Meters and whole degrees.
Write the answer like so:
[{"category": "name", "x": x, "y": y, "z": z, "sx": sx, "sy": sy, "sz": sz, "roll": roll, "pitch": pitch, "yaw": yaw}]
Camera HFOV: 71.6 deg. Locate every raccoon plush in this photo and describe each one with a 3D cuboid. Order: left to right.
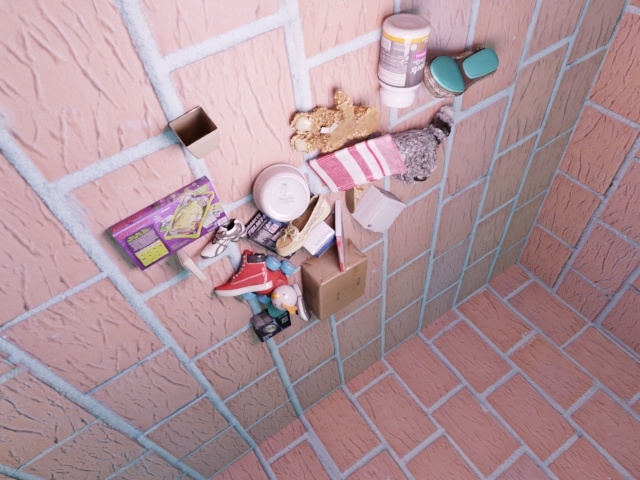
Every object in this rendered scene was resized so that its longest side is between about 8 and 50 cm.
[{"category": "raccoon plush", "x": 0.360, "y": -0.451, "z": 1.859, "sx": 0.299, "sy": 0.216, "sz": 0.447, "roll": 38, "pitch": 72, "yaw": -43}]

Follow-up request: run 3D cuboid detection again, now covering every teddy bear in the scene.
[{"category": "teddy bear", "x": 0.042, "y": -0.420, "z": 1.600, "sx": 0.337, "sy": 0.113, "sz": 0.245, "roll": -29, "pitch": 139, "yaw": -6}]

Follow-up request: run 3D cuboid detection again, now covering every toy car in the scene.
[{"category": "toy car", "x": -0.189, "y": 0.226, "z": 1.939, "sx": 0.219, "sy": 0.238, "sz": 0.210, "roll": -50, "pitch": 145, "yaw": 12}]

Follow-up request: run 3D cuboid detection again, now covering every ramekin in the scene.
[{"category": "ramekin", "x": -0.136, "y": -0.166, "z": 1.603, "sx": 0.207, "sy": 0.109, "sz": 0.207, "roll": -6, "pitch": 113, "yaw": -13}]

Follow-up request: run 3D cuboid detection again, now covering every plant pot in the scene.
[{"category": "plant pot", "x": -0.360, "y": -0.308, "z": 1.313, "sx": 0.109, "sy": 0.109, "sz": 0.096, "roll": -35, "pitch": 158, "yaw": -11}]

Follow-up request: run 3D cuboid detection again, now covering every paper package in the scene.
[{"category": "paper package", "x": 0.073, "y": 0.198, "z": 2.231, "sx": 0.309, "sy": 0.168, "sz": 0.325, "roll": -29, "pitch": 143, "yaw": -21}]

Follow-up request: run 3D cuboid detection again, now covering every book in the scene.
[{"category": "book", "x": -0.475, "y": 0.082, "z": 1.625, "sx": 0.035, "sy": 0.096, "sz": 0.144, "roll": -37, "pitch": 145, "yaw": -9}]

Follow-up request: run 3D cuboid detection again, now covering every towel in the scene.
[{"category": "towel", "x": 0.146, "y": -0.287, "z": 1.713, "sx": 0.328, "sy": 0.037, "sz": 0.237, "roll": -15, "pitch": 151, "yaw": 21}]

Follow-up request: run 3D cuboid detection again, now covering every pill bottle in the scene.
[{"category": "pill bottle", "x": 0.284, "y": -0.620, "z": 1.548, "sx": 0.162, "sy": 0.162, "sz": 0.279, "roll": -27, "pitch": 143, "yaw": -21}]

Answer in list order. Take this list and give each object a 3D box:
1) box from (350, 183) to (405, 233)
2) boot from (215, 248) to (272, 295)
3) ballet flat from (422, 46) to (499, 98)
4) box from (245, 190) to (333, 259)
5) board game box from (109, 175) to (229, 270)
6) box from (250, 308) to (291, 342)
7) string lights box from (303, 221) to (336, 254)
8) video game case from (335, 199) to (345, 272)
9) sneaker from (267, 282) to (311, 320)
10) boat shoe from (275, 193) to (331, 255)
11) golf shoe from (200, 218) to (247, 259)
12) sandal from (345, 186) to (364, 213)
[{"category": "box", "x": 0.273, "y": -0.145, "z": 2.096, "sx": 0.181, "sy": 0.119, "sz": 0.182, "roll": 11, "pitch": 120, "yaw": -50}, {"category": "boot", "x": -0.335, "y": 0.132, "z": 1.843, "sx": 0.244, "sy": 0.088, "sz": 0.176, "roll": -13, "pitch": 100, "yaw": 6}, {"category": "ballet flat", "x": 0.514, "y": -0.640, "z": 1.743, "sx": 0.482, "sy": 0.164, "sz": 0.182, "roll": -29, "pitch": -173, "yaw": -35}, {"category": "box", "x": -0.126, "y": -0.082, "z": 1.812, "sx": 0.293, "sy": 0.073, "sz": 0.295, "roll": -49, "pitch": 146, "yaw": 6}, {"category": "board game box", "x": -0.497, "y": -0.055, "z": 1.499, "sx": 0.346, "sy": 0.056, "sz": 0.208, "roll": -32, "pitch": 149, "yaw": -15}, {"category": "box", "x": -0.245, "y": 0.407, "z": 2.223, "sx": 0.180, "sy": 0.077, "sz": 0.147, "roll": -28, "pitch": 143, "yaw": -19}, {"category": "string lights box", "x": 0.000, "y": 0.000, "z": 1.923, "sx": 0.133, "sy": 0.077, "sz": 0.260, "roll": -46, "pitch": 172, "yaw": -1}, {"category": "video game case", "x": 0.091, "y": -0.015, "z": 2.005, "sx": 0.025, "sy": 0.204, "sz": 0.285, "roll": -3, "pitch": 142, "yaw": 6}, {"category": "sneaker", "x": -0.154, "y": 0.309, "z": 2.064, "sx": 0.178, "sy": 0.295, "sz": 0.124, "roll": -25, "pitch": 111, "yaw": -3}, {"category": "boat shoe", "x": -0.081, "y": -0.064, "z": 1.737, "sx": 0.285, "sy": 0.104, "sz": 0.089, "roll": -50, "pitch": 142, "yaw": -9}, {"category": "golf shoe", "x": -0.374, "y": -0.011, "z": 1.657, "sx": 0.198, "sy": 0.077, "sz": 0.094, "roll": -37, "pitch": 131, "yaw": -15}, {"category": "sandal", "x": 0.156, "y": -0.219, "z": 1.928, "sx": 0.079, "sy": 0.088, "sz": 0.240, "roll": -24, "pitch": 138, "yaw": -14}]
